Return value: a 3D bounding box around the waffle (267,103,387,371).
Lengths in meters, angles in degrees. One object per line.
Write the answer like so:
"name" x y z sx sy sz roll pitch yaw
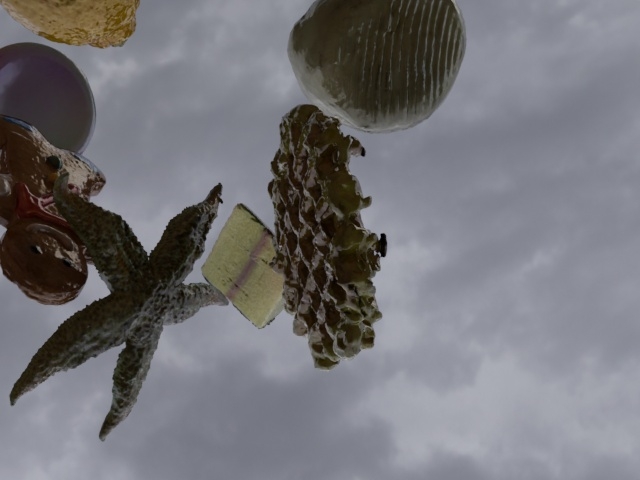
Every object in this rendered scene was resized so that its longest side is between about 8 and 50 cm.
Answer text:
"waffle" 0.000 0.000 1.076 0.068 0.325 0.302 -11 -170 -18

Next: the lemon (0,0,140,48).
"lemon" -0.236 -0.254 0.835 0.142 0.187 0.142 -22 -142 18

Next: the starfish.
"starfish" -0.226 0.088 1.160 0.078 0.357 0.347 12 -167 37

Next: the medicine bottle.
"medicine bottle" -0.542 -0.207 1.512 0.325 0.212 0.212 3 -137 47

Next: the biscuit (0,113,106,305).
"biscuit" -0.345 -0.041 1.151 0.049 0.205 0.324 -44 -147 24

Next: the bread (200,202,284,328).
"bread" -0.079 0.014 1.606 0.167 0.264 0.163 46 -126 6

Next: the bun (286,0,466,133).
"bun" 0.117 -0.378 1.824 0.362 0.326 0.234 -27 -162 -13
